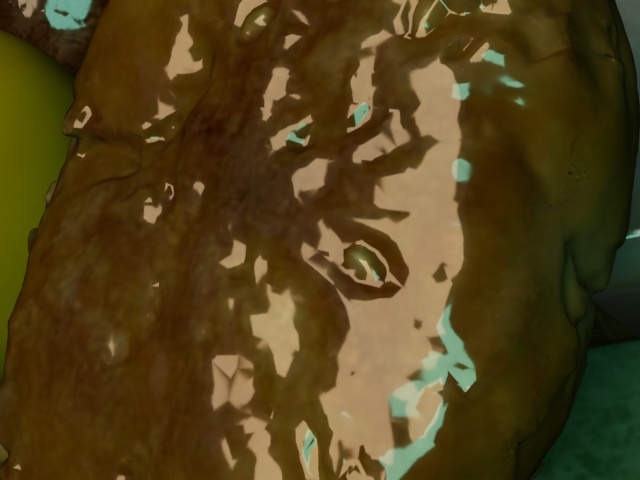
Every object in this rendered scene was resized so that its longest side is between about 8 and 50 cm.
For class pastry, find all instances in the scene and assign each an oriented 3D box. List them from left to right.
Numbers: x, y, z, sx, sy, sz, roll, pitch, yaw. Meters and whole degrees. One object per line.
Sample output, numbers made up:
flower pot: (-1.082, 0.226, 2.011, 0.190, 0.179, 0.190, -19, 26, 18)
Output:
pastry: (0.000, 0.000, 0.415, 0.255, 0.162, 0.310, 16, 87, 35)

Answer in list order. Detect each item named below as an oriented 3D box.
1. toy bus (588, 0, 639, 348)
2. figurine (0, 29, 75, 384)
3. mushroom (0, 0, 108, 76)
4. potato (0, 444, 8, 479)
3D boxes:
toy bus: (0.163, -0.136, 0.567, 0.162, 0.171, 0.386, -11, 68, 18)
figurine: (-0.260, -0.012, 0.655, 0.344, 0.187, 0.215, -9, 106, 45)
mushroom: (-0.229, -0.167, 0.817, 0.239, 0.345, 0.345, 7, 74, -4)
potato: (-0.206, 0.079, 0.771, 0.234, 0.150, 0.146, -38, 17, 8)
